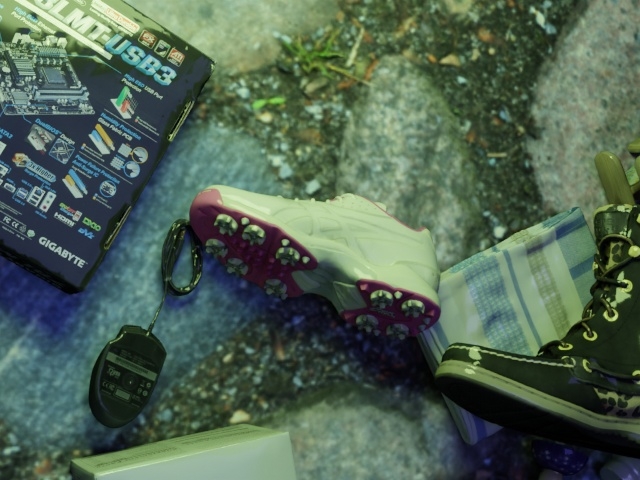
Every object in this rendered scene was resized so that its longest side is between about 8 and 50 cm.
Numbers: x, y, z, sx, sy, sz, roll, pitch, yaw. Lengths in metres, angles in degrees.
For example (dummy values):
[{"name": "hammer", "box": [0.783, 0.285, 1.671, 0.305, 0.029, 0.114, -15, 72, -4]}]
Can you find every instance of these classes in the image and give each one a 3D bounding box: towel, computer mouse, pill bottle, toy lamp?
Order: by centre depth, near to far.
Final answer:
[{"name": "computer mouse", "box": [-0.188, 0.087, 1.237, 0.071, 0.041, 0.242, 32, 67, -25]}, {"name": "toy lamp", "box": [0.244, 0.377, 1.358, 0.080, 0.080, 0.275, 25, 73, -18]}, {"name": "towel", "box": [0.251, 0.101, 1.410, 0.285, 0.034, 0.209, -25, 95, -22]}, {"name": "pill bottle", "box": [0.410, 0.269, 1.438, 0.120, 0.067, 0.067, -35, 98, -21]}]

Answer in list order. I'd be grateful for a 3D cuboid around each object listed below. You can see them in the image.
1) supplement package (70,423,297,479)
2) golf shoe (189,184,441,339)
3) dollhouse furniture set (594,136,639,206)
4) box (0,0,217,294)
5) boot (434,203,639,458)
[{"name": "supplement package", "box": [-0.125, 0.339, 1.174, 0.204, 0.145, 0.262, -9, 89, -22]}, {"name": "golf shoe", "box": [0.000, 0.000, 1.294, 0.306, 0.115, 0.140, 26, 52, -15]}, {"name": "dollhouse furniture set", "box": [0.482, -0.144, 1.410, 0.212, 0.242, 0.161, -32, 110, -21]}, {"name": "box", "box": [-0.304, -0.140, 1.189, 0.295, 0.073, 0.293, 32, 73, -16]}, {"name": "boot", "box": [0.327, 0.096, 1.355, 0.377, 0.138, 0.284, 15, 74, -12]}]
